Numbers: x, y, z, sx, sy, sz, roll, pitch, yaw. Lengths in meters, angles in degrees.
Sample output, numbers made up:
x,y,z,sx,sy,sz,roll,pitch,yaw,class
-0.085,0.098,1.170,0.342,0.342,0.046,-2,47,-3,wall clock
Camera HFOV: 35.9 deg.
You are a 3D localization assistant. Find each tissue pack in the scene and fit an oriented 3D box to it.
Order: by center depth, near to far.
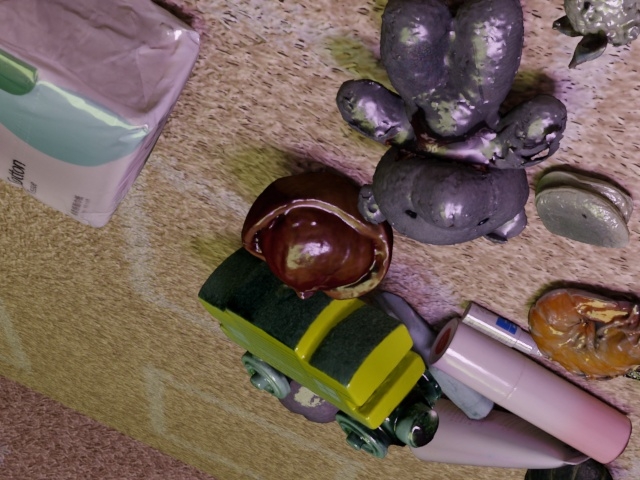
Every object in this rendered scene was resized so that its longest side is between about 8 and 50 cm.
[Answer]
x,y,z,sx,sy,sz,roll,pitch,yaw,class
-0.332,-0.190,1.276,0.266,0.194,0.356,30,153,-8,tissue pack

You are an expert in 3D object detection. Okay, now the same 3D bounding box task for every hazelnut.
x,y,z,sx,sy,sz,roll,pitch,yaw,class
0.002,-0.005,1.342,0.201,0.161,0.170,30,152,7,hazelnut

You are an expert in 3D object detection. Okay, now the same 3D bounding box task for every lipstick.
x,y,z,sx,sy,sz,roll,pitch,yaw,class
0.329,0.236,1.549,0.326,0.087,0.087,31,153,-7,lipstick

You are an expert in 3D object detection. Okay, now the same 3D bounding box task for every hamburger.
x,y,z,sx,sy,sz,roll,pitch,yaw,class
0.296,-0.042,1.138,0.121,0.054,0.084,13,152,39,hamburger

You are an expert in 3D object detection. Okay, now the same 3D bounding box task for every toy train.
x,y,z,sx,sy,sz,roll,pitch,yaw,class
-0.005,0.164,1.553,0.442,0.179,0.272,25,154,43,toy train

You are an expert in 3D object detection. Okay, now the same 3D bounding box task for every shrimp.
x,y,z,sx,sy,sz,roll,pitch,yaw,class
0.388,0.110,1.313,0.164,0.062,0.317,38,152,-10,shrimp

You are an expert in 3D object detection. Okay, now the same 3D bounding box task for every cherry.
x,y,z,sx,sy,sz,roll,pitch,yaw,class
-0.001,0.255,1.824,0.176,0.140,0.176,4,133,4,cherry

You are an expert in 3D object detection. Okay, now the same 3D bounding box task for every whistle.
x,y,z,sx,sy,sz,roll,pitch,yaw,class
0.187,0.193,1.629,0.062,0.062,0.312,-4,140,45,whistle

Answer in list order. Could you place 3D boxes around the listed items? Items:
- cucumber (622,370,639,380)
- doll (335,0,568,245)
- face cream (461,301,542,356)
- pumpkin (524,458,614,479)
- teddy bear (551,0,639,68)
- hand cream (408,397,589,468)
x,y,z,sx,sy,sz,roll,pitch,yaw,class
0.484,0.190,1.394,0.134,0.033,0.034,14,122,14,cucumber
0.131,-0.106,1.053,0.245,0.158,0.340,9,147,9,doll
0.276,0.137,1.481,0.130,0.034,0.034,28,153,-1,face cream
0.447,0.446,1.768,0.167,0.125,0.167,19,150,11,pumpkin
0.238,-0.248,0.777,0.213,0.111,0.133,78,167,-45,teddy bear
0.318,0.350,1.722,0.358,0.118,0.185,2,178,40,hand cream
